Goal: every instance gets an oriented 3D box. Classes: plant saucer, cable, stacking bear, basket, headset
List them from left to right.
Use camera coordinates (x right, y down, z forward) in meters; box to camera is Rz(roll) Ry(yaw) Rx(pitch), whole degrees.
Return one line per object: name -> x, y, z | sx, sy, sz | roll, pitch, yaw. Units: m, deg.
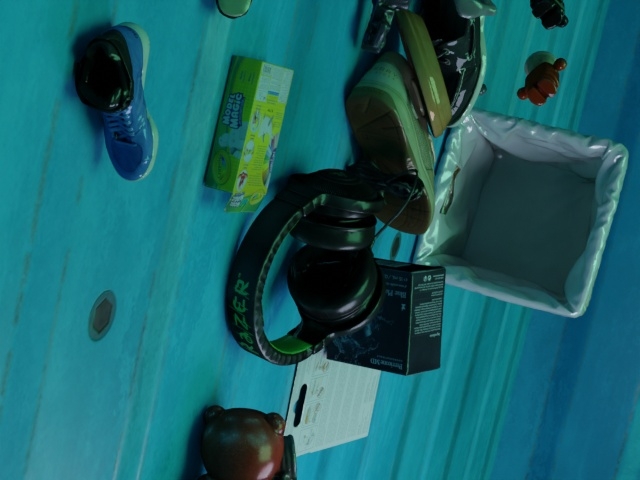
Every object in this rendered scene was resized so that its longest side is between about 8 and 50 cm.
stacking bear -> -0.108, 0.358, 1.693 | 0.164, 0.175, 0.289 | -7, 102, -77
cable -> -0.068, 0.379, 1.996 | 0.287, 0.072, 0.139 | 87, 7, -70
headset -> 0.000, 0.000, 1.789 | 0.394, 0.185, 0.243 | -35, 136, -38
plant saucer -> 0.155, -0.251, 1.938 | 0.200, 0.037, 0.200 | -17, 90, -85
basket -> 0.388, -0.046, 2.467 | 0.266, 0.331, 0.328 | 15, 91, -73

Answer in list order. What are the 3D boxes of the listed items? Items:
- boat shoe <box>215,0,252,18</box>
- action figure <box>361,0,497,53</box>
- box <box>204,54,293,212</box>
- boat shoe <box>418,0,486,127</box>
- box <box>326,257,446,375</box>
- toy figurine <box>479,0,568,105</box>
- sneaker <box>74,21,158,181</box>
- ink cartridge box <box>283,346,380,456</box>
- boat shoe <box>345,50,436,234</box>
boat shoe -> -0.087, -0.302, 1.395 | 0.042, 0.049, 0.133 | -162, -100, -82
action figure -> 0.187, -0.387, 1.766 | 0.330, 0.178, 0.341 | -120, -135, -59
box -> -0.085, -0.121, 1.539 | 0.105, 0.043, 0.179 | -1, 104, -70
boat shoe -> 0.196, -0.335, 2.049 | 0.113, 0.127, 0.340 | -10, 127, -36
box -> 0.098, 0.111, 1.986 | 0.093, 0.156, 0.158 | -6, 101, -51
toy figurine -> 0.312, -0.342, 2.212 | 0.148, 0.209, 0.213 | -73, 163, -60
sneaker -> -0.191, -0.121, 1.216 | 0.084, 0.058, 0.152 | -46, 143, -64
ink cartridge box -> 0.008, 0.238, 2.089 | 0.232, 0.066, 0.189 | -4, 110, -47
boat shoe -> 0.125, -0.137, 1.981 | 0.110, 0.121, 0.341 | -62, 156, -29
